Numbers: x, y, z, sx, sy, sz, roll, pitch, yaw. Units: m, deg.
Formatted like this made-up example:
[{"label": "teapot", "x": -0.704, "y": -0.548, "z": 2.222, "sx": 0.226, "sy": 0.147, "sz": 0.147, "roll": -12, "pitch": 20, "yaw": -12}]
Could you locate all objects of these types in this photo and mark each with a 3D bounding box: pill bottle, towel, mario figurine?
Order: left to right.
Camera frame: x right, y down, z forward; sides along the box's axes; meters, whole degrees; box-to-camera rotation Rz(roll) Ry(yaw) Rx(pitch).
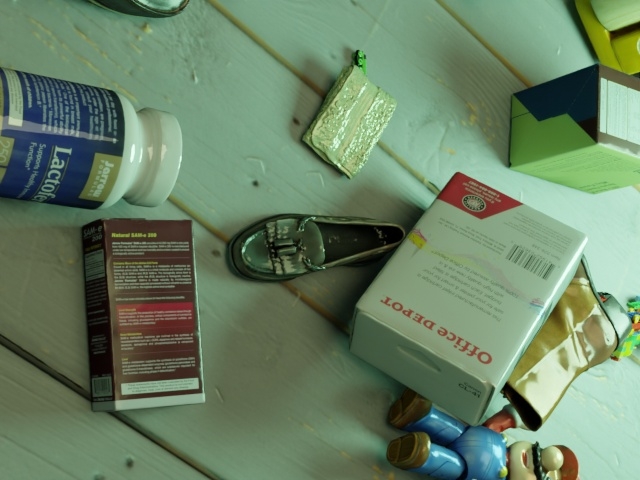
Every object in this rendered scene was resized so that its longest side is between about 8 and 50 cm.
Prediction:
[{"label": "pill bottle", "x": -0.313, "y": -0.118, "z": 1.450, "sx": 0.265, "sy": 0.153, "sz": 0.153, "roll": 8, "pitch": 77, "yaw": -32}, {"label": "towel", "x": 0.046, "y": -0.176, "z": 1.767, "sx": 0.110, "sy": 0.027, "sz": 0.148, "roll": 37, "pitch": 73, "yaw": -24}, {"label": "mario figurine", "x": 0.264, "y": 0.308, "z": 1.749, "sx": 0.321, "sy": 0.170, "sz": 0.198, "roll": 24, "pitch": 84, "yaw": -24}]

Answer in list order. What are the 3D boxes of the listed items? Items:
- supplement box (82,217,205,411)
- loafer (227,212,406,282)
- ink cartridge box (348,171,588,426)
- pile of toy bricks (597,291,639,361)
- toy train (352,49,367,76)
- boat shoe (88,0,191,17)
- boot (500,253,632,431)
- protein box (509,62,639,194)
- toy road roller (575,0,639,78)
[{"label": "supplement box", "x": -0.226, "y": 0.093, "z": 1.520, "sx": 0.130, "sy": 0.073, "sz": 0.239, "roll": 1, "pitch": 82, "yaw": -35}, {"label": "loafer", "x": 0.000, "y": 0.000, "z": 1.681, "sx": 0.268, "sy": 0.084, "sz": 0.096, "roll": -7, "pitch": 84, "yaw": -35}, {"label": "ink cartridge box", "x": 0.212, "y": 0.077, "z": 1.717, "sx": 0.226, "sy": 0.131, "sz": 0.306, "roll": 30, "pitch": 58, "yaw": 16}, {"label": "pile of toy bricks", "x": 0.518, "y": 0.154, "z": 2.006, "sx": 0.212, "sy": 0.118, "sz": 0.105, "roll": 0, "pitch": 109, "yaw": -50}, {"label": "toy train", "x": 0.061, "y": -0.248, "z": 1.809, "sx": 0.024, "sy": 0.017, "sz": 0.083, "roll": 10, "pitch": 75, "yaw": -42}, {"label": "boat shoe", "x": -0.266, "y": -0.372, "z": 1.483, "sx": 0.355, "sy": 0.130, "sz": 0.132, "roll": 29, "pitch": 85, "yaw": -52}, {"label": "boot", "x": 0.315, "y": 0.121, "z": 1.834, "sx": 0.280, "sy": 0.096, "sz": 0.264, "roll": -34, "pitch": 86, "yaw": -36}, {"label": "protein box", "x": 0.450, "y": -0.176, "z": 1.945, "sx": 0.201, "sy": 0.200, "sz": 0.135, "roll": 13, "pitch": 74, "yaw": -32}, {"label": "toy road roller", "x": 0.624, "y": -0.374, "z": 2.108, "sx": 0.240, "sy": 0.203, "sz": 0.329, "roll": -46, "pitch": 113, "yaw": -43}]
